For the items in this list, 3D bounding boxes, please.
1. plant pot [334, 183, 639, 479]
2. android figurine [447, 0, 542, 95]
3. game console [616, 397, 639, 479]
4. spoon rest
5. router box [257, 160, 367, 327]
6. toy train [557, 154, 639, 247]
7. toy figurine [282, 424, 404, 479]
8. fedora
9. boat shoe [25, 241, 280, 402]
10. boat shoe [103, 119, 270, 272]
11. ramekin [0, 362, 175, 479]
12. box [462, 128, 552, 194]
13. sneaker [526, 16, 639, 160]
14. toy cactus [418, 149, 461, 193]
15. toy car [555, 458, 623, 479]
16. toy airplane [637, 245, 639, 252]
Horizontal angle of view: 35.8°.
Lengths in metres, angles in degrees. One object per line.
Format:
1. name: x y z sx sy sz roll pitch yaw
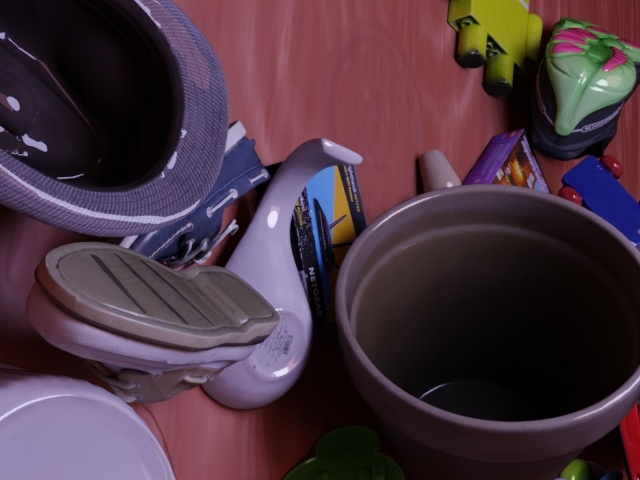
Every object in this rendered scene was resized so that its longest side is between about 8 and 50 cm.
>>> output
1. plant pot: 0.178 0.145 1.075 0.280 0.323 0.323 87 23 -47
2. android figurine: 0.266 -0.367 1.528 0.248 0.056 0.272 35 57 -42
3. game console: 0.470 0.205 1.542 0.386 0.060 0.341 18 65 -69
4. spoon rest: -0.043 0.034 0.984 0.137 0.084 0.276 22 86 -37
5. router box: 0.000 0.000 1.095 0.133 0.046 0.178 -11 89 -53
6. toy train: 0.461 -0.003 1.519 0.105 0.143 0.248 -37 76 -11
7. toy figurine: 0.036 0.307 1.037 0.173 0.130 0.159 -75 156 -66
8. fedora: -0.218 -0.113 0.779 0.275 0.124 0.243 20 63 -39
9. boat shoe: -0.132 0.078 0.780 0.113 0.103 0.302 44 10 22
10. boat shoe: -0.123 -0.021 0.910 0.079 0.095 0.254 52 34 -14
11. ramekin: -0.215 0.215 0.698 0.273 0.127 0.272 17 68 -49
12. box: 0.305 0.010 1.473 0.293 0.057 0.201 62 40 -21
13. sneaker: 0.419 -0.243 1.623 0.483 0.185 0.202 -30 146 -62
14. toy cactus: 0.167 -0.029 1.296 0.219 0.112 0.180 12 53 -48
15. toy car: 0.405 0.406 1.434 0.159 0.136 0.182 -5 85 -52
16. toy airplane: 0.726 0.122 1.720 0.272 0.384 0.386 -24 99 -42
